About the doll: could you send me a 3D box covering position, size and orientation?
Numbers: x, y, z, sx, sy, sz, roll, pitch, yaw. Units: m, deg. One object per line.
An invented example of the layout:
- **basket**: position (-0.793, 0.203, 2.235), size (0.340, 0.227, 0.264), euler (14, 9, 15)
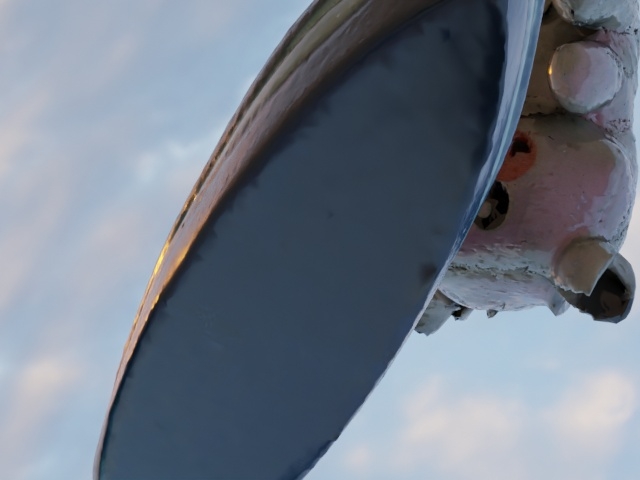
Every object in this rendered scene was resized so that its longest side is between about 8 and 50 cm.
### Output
- **doll**: position (0.093, -0.045, 0.661), size (0.149, 0.095, 0.192), euler (3, -101, 53)

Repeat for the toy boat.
- **toy boat**: position (0.000, 0.000, 0.495), size (0.299, 0.096, 0.062), euler (-59, -175, 35)
